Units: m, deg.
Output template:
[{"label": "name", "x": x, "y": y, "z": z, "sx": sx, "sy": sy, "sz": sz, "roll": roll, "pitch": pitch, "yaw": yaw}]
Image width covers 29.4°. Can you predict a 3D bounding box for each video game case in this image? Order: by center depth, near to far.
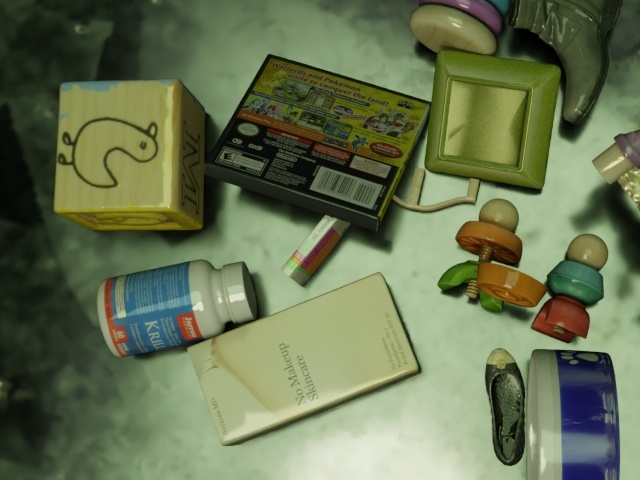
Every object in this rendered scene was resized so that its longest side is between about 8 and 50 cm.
[{"label": "video game case", "x": 0.000, "y": -0.153, "z": 1.838, "sx": 0.274, "sy": 0.035, "sz": 0.248, "roll": 18, "pitch": 55, "yaw": 11}]

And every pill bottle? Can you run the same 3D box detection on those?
[{"label": "pill bottle", "x": -0.214, "y": 0.097, "z": 1.841, "sx": 0.221, "sy": 0.124, "sz": 0.124, "roll": -12, "pitch": 80, "yaw": 6}]

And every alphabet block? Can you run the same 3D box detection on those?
[{"label": "alphabet block", "x": -0.283, "y": -0.124, "z": 1.850, "sx": 0.192, "sy": 0.193, "sz": 0.197, "roll": -1, "pitch": 81, "yaw": 9}]

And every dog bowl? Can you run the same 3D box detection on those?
[{"label": "dog bowl", "x": 0.341, "y": 0.281, "z": 1.670, "sx": 0.104, "sy": 0.265, "sz": 0.265, "roll": 0, "pitch": 82, "yaw": 6}]

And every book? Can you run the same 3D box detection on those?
[{"label": "book", "x": 0.000, "y": 0.000, "z": 1.842, "sx": 0.035, "sy": 0.096, "sz": 0.144, "roll": 40, "pitch": 88, "yaw": 11}]

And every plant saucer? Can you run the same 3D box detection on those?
[{"label": "plant saucer", "x": 0.248, "y": -0.177, "z": 1.813, "sx": 0.188, "sy": 0.045, "sz": 0.189, "roll": 11, "pitch": 108, "yaw": 17}]

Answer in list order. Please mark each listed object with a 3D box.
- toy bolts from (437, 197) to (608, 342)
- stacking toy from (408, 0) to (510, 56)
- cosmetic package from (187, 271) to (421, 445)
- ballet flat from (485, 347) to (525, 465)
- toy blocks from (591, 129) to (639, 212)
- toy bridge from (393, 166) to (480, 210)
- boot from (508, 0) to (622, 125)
[{"label": "toy bolts", "x": 0.316, "y": 0.031, "z": 1.757, "sx": 0.228, "sy": 0.218, "sz": 0.159, "roll": 24, "pitch": 79, "yaw": -8}, {"label": "stacking toy", "x": 0.258, "y": -0.443, "z": 1.862, "sx": 0.141, "sy": 0.141, "sz": 0.330, "roll": 22, "pitch": 81, "yaw": 10}, {"label": "cosmetic package", "x": -0.021, "y": 0.178, "z": 1.811, "sx": 0.309, "sy": 0.113, "sz": 0.160, "roll": -23, "pitch": 79, "yaw": 3}, {"label": "ballet flat", "x": 0.275, "y": 0.243, "z": 1.793, "sx": 0.057, "sy": 0.049, "sz": 0.173, "roll": -7, "pitch": 81, "yaw": 7}, {"label": "toy blocks", "x": 0.561, "y": -0.092, "z": 1.654, "sx": 0.260, "sy": 0.309, "sz": 0.289, "roll": -39, "pitch": 79, "yaw": 19}, {"label": "toy bridge", "x": 0.146, "y": -0.080, "z": 1.871, "sx": 0.188, "sy": 0.026, "sz": 0.063, "roll": 12, "pitch": 84, "yaw": 9}, {"label": "boot", "x": 0.350, "y": -0.303, "z": 1.831, "sx": 0.161, "sy": 0.083, "sz": 0.247, "roll": 17, "pitch": 76, "yaw": -8}]
